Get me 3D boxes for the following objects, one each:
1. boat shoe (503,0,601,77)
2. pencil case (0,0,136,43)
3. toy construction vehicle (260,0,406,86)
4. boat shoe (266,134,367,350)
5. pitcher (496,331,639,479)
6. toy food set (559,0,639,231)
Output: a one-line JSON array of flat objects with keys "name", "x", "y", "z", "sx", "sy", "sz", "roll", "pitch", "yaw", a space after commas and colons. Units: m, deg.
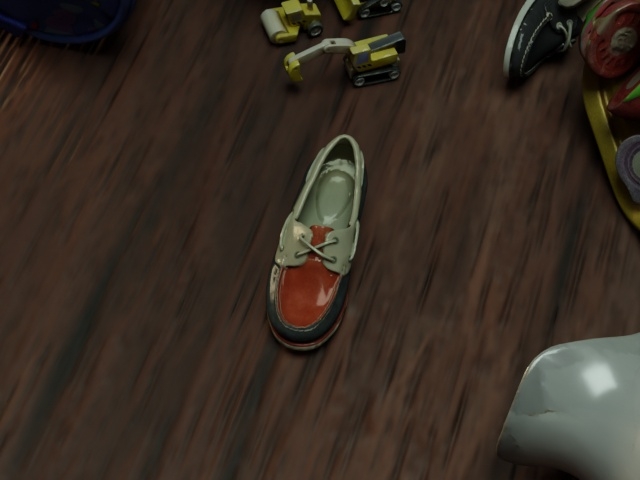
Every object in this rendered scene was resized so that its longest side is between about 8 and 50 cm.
[{"name": "boat shoe", "x": 0.159, "y": -0.147, "z": 0.968, "sx": 0.038, "sy": 0.046, "sz": 0.125, "roll": 23, "pitch": 47, "yaw": 18}, {"name": "pencil case", "x": -0.164, "y": -0.265, "z": 0.984, "sx": 0.119, "sy": 0.133, "sz": 0.306, "roll": 34, "pitch": 46, "yaw": -32}, {"name": "toy construction vehicle", "x": 0.015, "y": -0.144, "z": 0.958, "sx": 0.098, "sy": 0.035, "sz": 0.086, "roll": -11, "pitch": 55, "yaw": -12}, {"name": "boat shoe", "x": 0.000, "y": 0.000, "z": 0.847, "sx": 0.049, "sy": 0.043, "sz": 0.137, "roll": 15, "pitch": 55, "yaw": 4}, {"name": "pitcher", "x": 0.221, "y": 0.121, "z": 0.738, "sx": 0.178, "sy": 0.125, "sz": 0.207, "roll": -22, "pitch": 46, "yaw": -38}, {"name": "toy food set", "x": 0.214, "y": -0.099, "z": 0.869, "sx": 0.128, "sy": 0.071, "sz": 0.218, "roll": -23, "pitch": 72, "yaw": 19}]
